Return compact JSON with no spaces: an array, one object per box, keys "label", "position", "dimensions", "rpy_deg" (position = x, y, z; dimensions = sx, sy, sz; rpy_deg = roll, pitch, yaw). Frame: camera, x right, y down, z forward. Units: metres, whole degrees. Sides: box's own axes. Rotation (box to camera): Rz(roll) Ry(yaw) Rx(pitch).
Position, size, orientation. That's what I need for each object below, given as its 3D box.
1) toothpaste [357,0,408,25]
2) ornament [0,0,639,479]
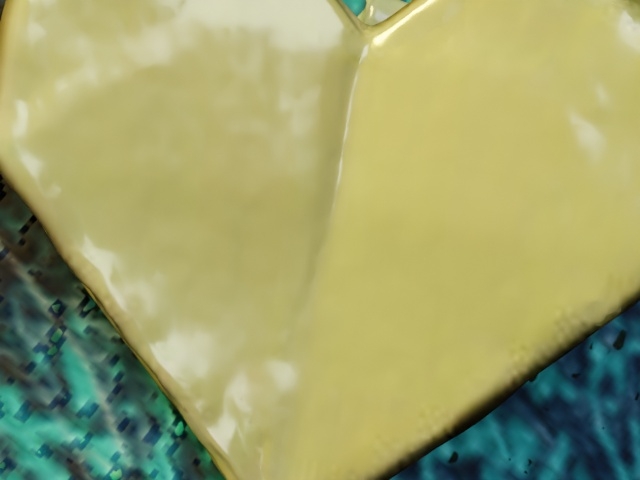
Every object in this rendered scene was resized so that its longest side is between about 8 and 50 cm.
[{"label":"toothpaste","position":[0.131,-0.016,0.614],"dimensions":[0.268,0.047,0.069],"rpy_deg":[24,59,-11]},{"label":"ornament","position":[0.000,0.000,0.543],"dimensions":[0.201,0.059,0.180],"rpy_deg":[11,91,-2]}]
